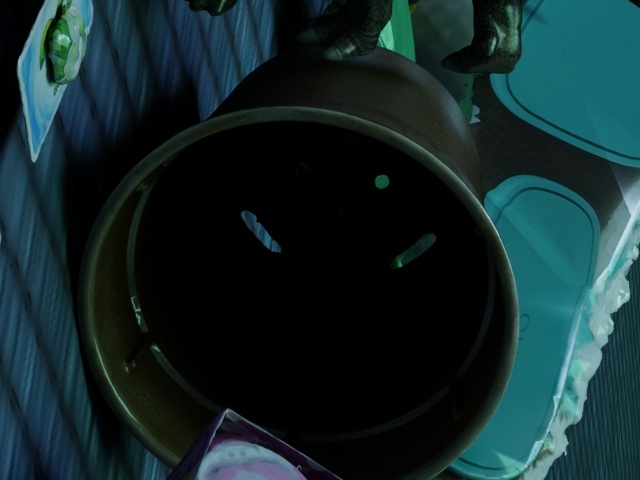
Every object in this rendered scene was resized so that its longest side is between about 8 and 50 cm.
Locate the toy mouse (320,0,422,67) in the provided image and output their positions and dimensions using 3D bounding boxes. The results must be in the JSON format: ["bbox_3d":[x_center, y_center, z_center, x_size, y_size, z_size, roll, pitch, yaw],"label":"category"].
[{"bbox_3d":[0.035,-0.140,1.078,0.143,0.031,0.161,-35,117,-68],"label":"toy mouse"}]

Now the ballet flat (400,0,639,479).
[{"bbox_3d":[0.115,-0.023,1.039,0.409,0.147,0.147,-60,152,-25],"label":"ballet flat"}]

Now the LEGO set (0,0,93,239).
[{"bbox_3d":[-0.115,-0.095,0.586,0.182,0.060,0.244,91,11,-50],"label":"LEGO set"}]

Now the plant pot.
[{"bbox_3d":[0.000,0.000,0.774,0.165,0.167,0.167,-72,159,-68],"label":"plant pot"}]

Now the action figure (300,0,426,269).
[{"bbox_3d":[0.025,-0.064,1.009,0.137,0.063,0.232,-65,155,-52],"label":"action figure"}]

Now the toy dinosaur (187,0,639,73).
[{"bbox_3d":[0.027,-0.158,0.750,0.121,0.313,0.160,-23,136,-45],"label":"toy dinosaur"}]

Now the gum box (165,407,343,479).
[{"bbox_3d":[-0.057,0.161,0.633,0.107,0.062,0.188,-52,-170,36],"label":"gum box"}]

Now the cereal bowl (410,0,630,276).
[{"bbox_3d":[0.139,-0.056,1.280,0.339,0.141,0.339,0,90,-74],"label":"cereal bowl"}]
